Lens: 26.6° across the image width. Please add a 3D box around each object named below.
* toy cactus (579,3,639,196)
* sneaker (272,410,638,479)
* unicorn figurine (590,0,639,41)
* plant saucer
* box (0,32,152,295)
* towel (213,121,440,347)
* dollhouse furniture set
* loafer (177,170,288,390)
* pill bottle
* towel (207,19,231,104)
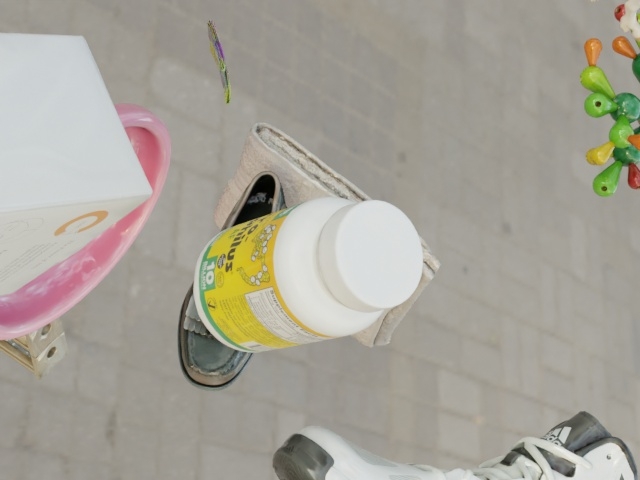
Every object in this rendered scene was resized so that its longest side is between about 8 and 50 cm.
[{"bbox_3d":[0.381,-0.157,1.586,0.180,0.112,0.219,4,90,-42],"label":"toy cactus"},{"bbox_3d":[0.166,0.256,1.438,0.447,0.169,0.257,38,78,-27],"label":"sneaker"},{"bbox_3d":[0.272,-0.181,0.933,0.111,0.162,0.060,77,12,-57],"label":"unicorn figurine"},{"bbox_3d":[-0.317,-0.034,1.614,0.084,0.332,0.332,38,34,15],"label":"plant saucer"},{"bbox_3d":[-0.348,-0.049,1.108,0.345,0.215,0.168,-9,72,-55],"label":"box"},{"bbox_3d":[0.000,0.000,1.650,0.282,0.187,0.049,37,47,7],"label":"towel"},{"bbox_3d":[-0.425,0.088,2.092,0.184,0.129,0.129,-47,157,-31],"label":"dollhouse furniture set"},{"bbox_3d":[-0.098,0.037,1.512,0.084,0.096,0.267,98,7,-55],"label":"loafer"},{"bbox_3d":[-0.011,0.028,1.145,0.117,0.208,0.118,7,77,-33],"label":"pill bottle"},{"bbox_3d":[-0.113,-0.201,1.518,0.060,0.009,0.083,90,-14,-58],"label":"towel"}]
